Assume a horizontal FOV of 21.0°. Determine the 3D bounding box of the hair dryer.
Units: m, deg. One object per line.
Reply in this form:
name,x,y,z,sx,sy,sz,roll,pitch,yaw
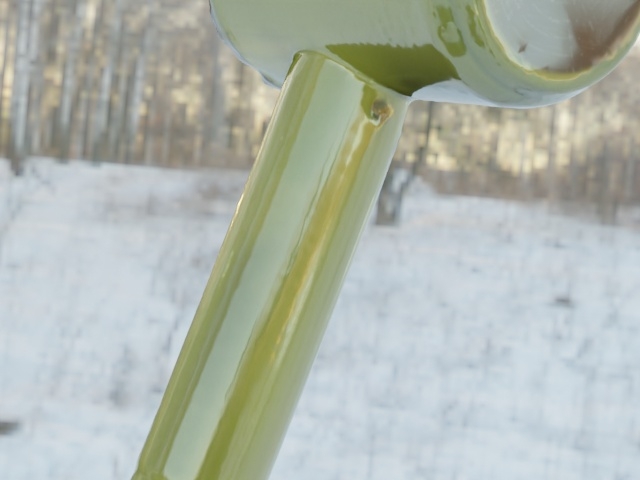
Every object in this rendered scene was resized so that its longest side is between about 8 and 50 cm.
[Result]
hair dryer,0.000,0.000,0.537,0.090,0.279,0.135,25,-7,-37
